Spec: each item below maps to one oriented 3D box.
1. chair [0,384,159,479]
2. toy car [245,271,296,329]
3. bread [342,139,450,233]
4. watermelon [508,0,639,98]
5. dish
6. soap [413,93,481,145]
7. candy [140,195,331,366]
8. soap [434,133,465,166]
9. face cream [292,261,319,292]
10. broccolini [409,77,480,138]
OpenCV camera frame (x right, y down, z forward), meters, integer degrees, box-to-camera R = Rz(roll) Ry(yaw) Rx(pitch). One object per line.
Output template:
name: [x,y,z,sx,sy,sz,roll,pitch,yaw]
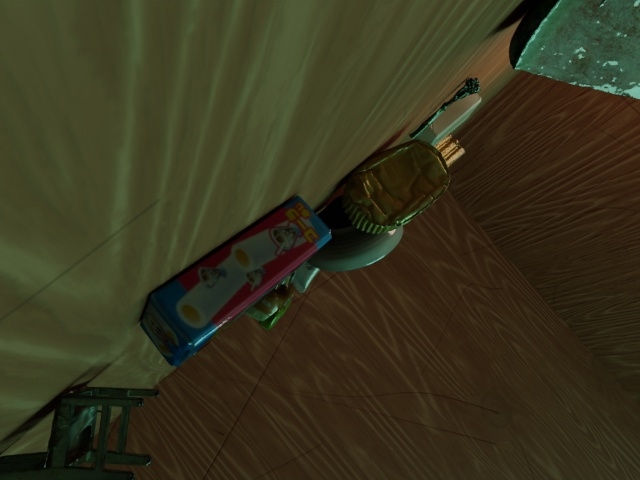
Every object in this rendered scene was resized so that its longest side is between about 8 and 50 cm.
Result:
chair: [-0.438,0.331,0.821,0.271,0.147,0.136,3,169,-4]
toy car: [-0.127,0.101,1.270,0.235,0.145,0.235,-57,175,-8]
bread: [0.172,-0.125,1.118,0.250,0.179,0.133,-38,173,-8]
watermelon: [0.497,-0.387,0.902,0.251,0.292,0.283,-9,-167,26]
dish: [0.067,-0.054,1.232,0.274,0.133,0.273,-15,-149,9]
soap: [0.359,-0.344,1.348,0.183,0.064,0.121,-41,175,-8]
candy: [-0.134,0.062,0.771,0.306,0.100,0.157,-40,178,-35]
soap: [0.401,-0.302,1.732,0.232,0.140,0.073,-40,177,-13]
face cream: [0.000,0.000,1.427,0.314,0.143,0.089,-46,-165,-12]
broccolini: [0.313,-0.338,1.211,0.218,0.044,0.042,-36,-165,28]
